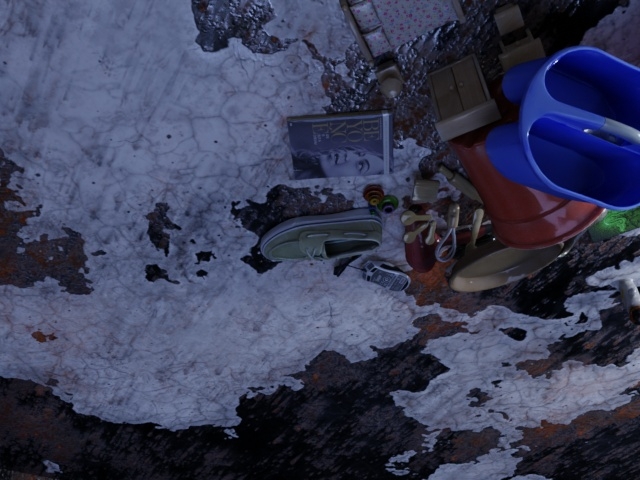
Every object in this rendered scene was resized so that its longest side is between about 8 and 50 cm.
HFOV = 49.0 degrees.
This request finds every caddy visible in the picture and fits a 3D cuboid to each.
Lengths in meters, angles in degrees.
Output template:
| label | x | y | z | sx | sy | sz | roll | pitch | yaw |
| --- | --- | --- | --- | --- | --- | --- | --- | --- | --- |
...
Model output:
| label | x | y | z | sx | sy | sz | roll | pitch | yaw |
| --- | --- | --- | --- | --- | --- | --- | --- | --- | --- |
| caddy | 0.454 | -0.187 | 1.194 | 0.342 | 0.179 | 0.241 | 14 | 92 | -24 |

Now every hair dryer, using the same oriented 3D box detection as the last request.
| label | x | y | z | sx | sy | sz | roll | pitch | yaw |
| --- | --- | --- | --- | --- | --- | --- | --- | --- | --- |
| hair dryer | 0.305 | -0.007 | 1.698 | 0.294 | 0.080 | 0.223 | 26 | 112 | -32 |

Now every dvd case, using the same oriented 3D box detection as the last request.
| label | x | y | z | sx | sy | sz | roll | pitch | yaw |
| --- | --- | --- | --- | --- | --- | --- | --- | --- | --- |
| dvd case | 0.046 | -0.202 | 1.507 | 0.222 | 0.018 | 0.164 | -4 | 135 | 2 |

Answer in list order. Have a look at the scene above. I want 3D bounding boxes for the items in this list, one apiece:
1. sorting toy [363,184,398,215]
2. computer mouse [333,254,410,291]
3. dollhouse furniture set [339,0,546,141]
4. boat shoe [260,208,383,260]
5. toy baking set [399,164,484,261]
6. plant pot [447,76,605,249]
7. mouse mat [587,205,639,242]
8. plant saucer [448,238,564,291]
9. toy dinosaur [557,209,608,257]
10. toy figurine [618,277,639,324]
| label | x | y | z | sx | sy | sz | roll | pitch | yaw |
| --- | --- | --- | --- | --- | --- | --- | --- | --- | --- |
| sorting toy | 0.136 | -0.083 | 1.615 | 0.102 | 0.042 | 0.061 | 34 | 125 | -31 |
| computer mouse | 0.137 | 0.077 | 1.782 | 0.193 | 0.042 | 0.106 | 21 | 127 | -14 |
| dollhouse furniture set | 0.212 | -0.374 | 1.228 | 0.303 | 0.173 | 0.355 | -21 | 133 | 17 |
| boat shoe | 0.000 | 0.000 | 1.657 | 0.303 | 0.094 | 0.109 | -14 | 134 | 12 |
| toy baking set | 0.291 | -0.053 | 1.610 | 0.256 | 0.030 | 0.196 | 28 | 105 | -24 |
| plant pot | 0.402 | -0.168 | 1.401 | 0.272 | 0.272 | 0.265 | -29 | 122 | 25 |
| mouse mat | 0.703 | -0.057 | 1.659 | 0.153 | 0.007 | 0.190 | -22 | 145 | 20 |
| plant saucer | 0.428 | 0.048 | 1.638 | 0.278 | 0.041 | 0.278 | -13 | 158 | -6 |
| toy dinosaur | 0.568 | -0.089 | 1.514 | 0.160 | 0.313 | 0.121 | -16 | 111 | 46 |
| toy figurine | 0.901 | 0.148 | 1.805 | 0.210 | 0.148 | 0.213 | 21 | 131 | -22 |
